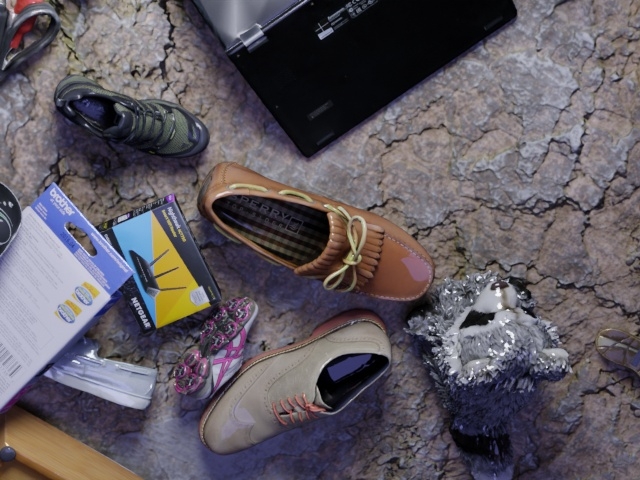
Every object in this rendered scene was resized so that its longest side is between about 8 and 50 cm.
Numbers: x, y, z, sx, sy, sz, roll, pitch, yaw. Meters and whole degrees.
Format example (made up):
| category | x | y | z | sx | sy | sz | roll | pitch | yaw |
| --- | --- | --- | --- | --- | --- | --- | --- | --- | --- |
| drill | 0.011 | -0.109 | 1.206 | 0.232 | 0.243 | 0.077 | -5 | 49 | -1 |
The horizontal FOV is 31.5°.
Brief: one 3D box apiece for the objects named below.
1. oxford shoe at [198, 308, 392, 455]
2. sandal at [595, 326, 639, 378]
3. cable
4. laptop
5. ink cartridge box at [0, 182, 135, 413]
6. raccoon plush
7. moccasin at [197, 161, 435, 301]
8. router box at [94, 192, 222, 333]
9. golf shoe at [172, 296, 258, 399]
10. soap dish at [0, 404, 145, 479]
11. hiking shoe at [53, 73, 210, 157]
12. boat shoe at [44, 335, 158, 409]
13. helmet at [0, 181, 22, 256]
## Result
| category | x | y | z | sx | sy | sz | roll | pitch | yaw |
| --- | --- | --- | --- | --- | --- | --- | --- | --- | --- |
| oxford shoe | -0.042 | 0.236 | 1.773 | 0.348 | 0.130 | 0.123 | -36 | 113 | 6 |
| sandal | 0.538 | 0.199 | 1.906 | 0.180 | 0.049 | 0.072 | 31 | 98 | -4 |
| cable | -0.451 | -0.251 | 1.568 | 0.139 | 0.072 | 0.287 | 12 | 121 | -24 |
| laptop | 0.011 | -0.399 | 1.594 | 0.382 | 0.236 | 0.408 | -34 | 141 | 5 |
| ink cartridge box | -0.425 | 0.086 | 1.649 | 0.311 | 0.065 | 0.186 | -44 | 83 | 11 |
| raccoon plush | 0.299 | 0.248 | 1.744 | 0.216 | 0.299 | 0.446 | -25 | 113 | 0 |
| moccasin | 0.002 | -0.003 | 1.677 | 0.380 | 0.147 | 0.139 | 29 | 104 | -19 |
| router box | -0.244 | 0.035 | 1.705 | 0.133 | 0.046 | 0.179 | -24 | 113 | 0 |
| golf shoe | -0.151 | 0.167 | 1.772 | 0.086 | 0.067 | 0.186 | 25 | 105 | -48 |
| soap dish | -0.438 | 0.416 | 1.784 | 0.291 | 0.118 | 0.229 | 35 | 102 | -19 |
| hiking shoe | -0.264 | -0.158 | 1.589 | 0.227 | 0.114 | 0.086 | 15 | 108 | -15 |
| boat shoe | -0.359 | 0.188 | 1.739 | 0.227 | 0.079 | 0.081 | 22 | 83 | -12 |
| helmet | -0.515 | -0.038 | 1.565 | 0.169 | 0.169 | 0.161 | -39 | 120 | 7 |
